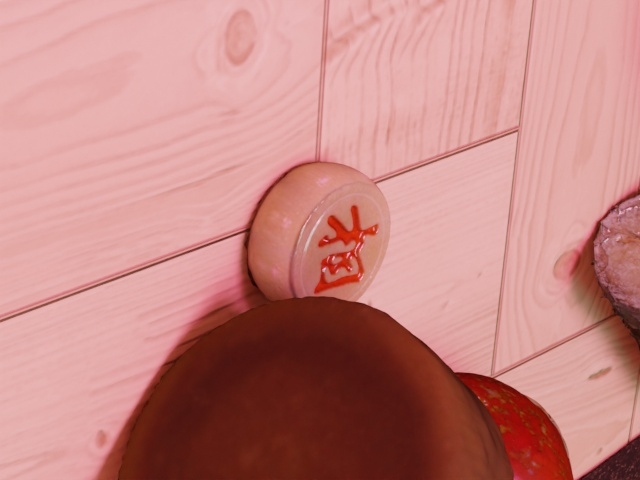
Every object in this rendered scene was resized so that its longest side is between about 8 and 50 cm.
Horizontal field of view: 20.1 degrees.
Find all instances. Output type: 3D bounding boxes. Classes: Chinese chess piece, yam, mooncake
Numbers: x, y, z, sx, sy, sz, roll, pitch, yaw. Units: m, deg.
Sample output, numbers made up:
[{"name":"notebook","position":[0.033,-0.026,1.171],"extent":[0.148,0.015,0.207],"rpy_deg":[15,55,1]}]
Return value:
[{"name":"Chinese chess piece","position":[0.000,0.000,1.383],"extent":[0.122,0.051,0.122],"rpy_deg":[-25,127,-38]},{"name":"yam","position":[0.365,0.060,1.761],"extent":[0.154,0.154,0.254],"rpy_deg":[-53,139,-13]},{"name":"mooncake","position":[-0.001,0.195,1.314],"extent":[0.284,0.284,0.155],"rpy_deg":[-58,147,-7]}]

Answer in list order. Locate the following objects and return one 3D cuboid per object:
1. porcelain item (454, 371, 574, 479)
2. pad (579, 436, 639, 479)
[{"name":"porcelain item","position":[0.138,0.239,1.532],"extent":[0.253,0.253,0.253],"rpy_deg":[-26,128,-38]},{"name":"pad","position":[0.273,0.334,1.918],"extent":[0.330,0.004,0.220],"rpy_deg":[-28,130,-36]}]
